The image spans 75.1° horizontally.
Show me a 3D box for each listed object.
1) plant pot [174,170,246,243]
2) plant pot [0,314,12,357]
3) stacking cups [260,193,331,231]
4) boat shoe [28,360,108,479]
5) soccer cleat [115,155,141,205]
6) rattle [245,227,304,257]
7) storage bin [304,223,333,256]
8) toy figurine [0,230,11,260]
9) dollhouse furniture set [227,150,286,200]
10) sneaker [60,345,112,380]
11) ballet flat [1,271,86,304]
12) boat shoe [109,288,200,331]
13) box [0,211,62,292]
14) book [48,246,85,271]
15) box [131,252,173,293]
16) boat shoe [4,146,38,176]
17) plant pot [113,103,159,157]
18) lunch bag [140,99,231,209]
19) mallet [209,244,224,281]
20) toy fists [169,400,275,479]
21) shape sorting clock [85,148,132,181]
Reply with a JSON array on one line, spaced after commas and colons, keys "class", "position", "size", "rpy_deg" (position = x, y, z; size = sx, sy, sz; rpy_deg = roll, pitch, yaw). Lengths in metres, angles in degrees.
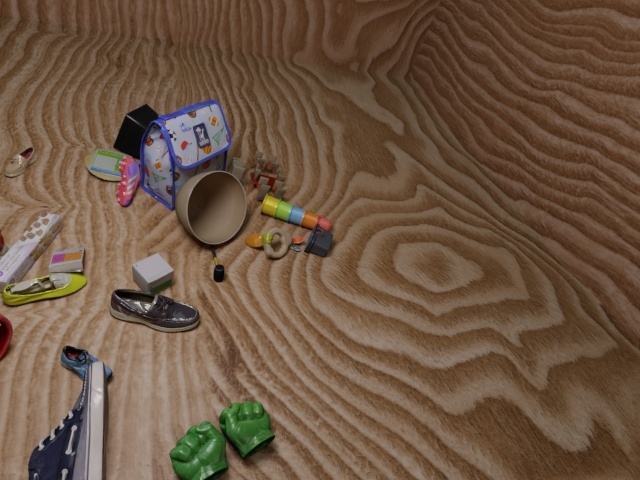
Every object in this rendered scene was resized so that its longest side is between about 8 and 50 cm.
[{"class": "plant pot", "position": [-0.463, -0.140, 1.650], "size": [0.191, 0.284, 0.284], "rpy_deg": [13, 33, 37]}, {"class": "plant pot", "position": [-0.958, 0.249, 1.085], "size": [0.174, 0.191, 0.191], "rpy_deg": [22, 42, 9]}, {"class": "stacking cups", "position": [-0.108, -0.107, 1.865], "size": [0.316, 0.096, 0.096], "rpy_deg": [22, 42, -6]}, {"class": "boat shoe", "position": [-0.618, 0.470, 1.026], "size": [0.158, 0.127, 0.340], "rpy_deg": [-3, 51, -21]}, {"class": "soccer cleat", "position": [-0.790, -0.245, 1.735], "size": [0.095, 0.083, 0.248], "rpy_deg": [22, 45, -46]}, {"class": "rattle", "position": [-0.187, 0.011, 1.742], "size": [0.200, 0.143, 0.130], "rpy_deg": [-15, 84, -51]}, {"class": "storage bin", "position": [0.000, 0.000, 1.785], "size": [0.091, 0.098, 0.135], "rpy_deg": [27, 42, -8]}, {"class": "toy figurine", "position": [-1.131, 0.014, 1.304], "size": [0.213, 0.148, 0.209], "rpy_deg": [31, 49, 9]}, {"class": "dollhouse furniture set", "position": [-0.308, -0.293, 1.967], "size": [0.259, 0.135, 0.262], "rpy_deg": [10, 42, -28]}, {"class": "sneaker", "position": [-0.667, 0.350, 1.177], "size": [0.162, 0.073, 0.063], "rpy_deg": [24, 43, 3]}, {"class": "ballet flat", "position": [-0.866, 0.142, 1.311], "size": [0.231, 0.077, 0.077], "rpy_deg": [-16, 58, -34]}, {"class": "boat shoe", "position": [-0.535, 0.220, 1.346], "size": [0.285, 0.092, 0.103], "rpy_deg": [14, 43, -7]}, {"class": "box", "position": [-0.980, 0.031, 1.393], "size": [0.063, 0.067, 0.324], "rpy_deg": [14, 42, -7]}, {"class": "book", "position": [-0.849, 0.062, 1.396], "size": [0.096, 0.035, 0.144], "rpy_deg": [-5, 23, -24]}, {"class": "box", "position": [-0.578, 0.119, 1.438], "size": [0.102, 0.087, 0.101], "rpy_deg": [40, 46, 21]}, {"class": "boat shoe", "position": [-1.208, -0.322, 1.672], "size": [0.063, 0.059, 0.170], "rpy_deg": [15, 43, -6]}, {"class": "plant pot", "position": [-0.795, -0.477, 1.896], "size": [0.167, 0.187, 0.188], "rpy_deg": [33, 30, -11]}, {"class": "lunch bag", "position": [-0.554, -0.370, 1.732], "size": [0.239, 0.385, 0.328], "rpy_deg": [33, 43, 14]}, {"class": "mallet", "position": [-0.402, 0.082, 1.589], "size": [0.039, 0.062, 0.189], "rpy_deg": [-2, 32, -25]}, {"class": "toy fists", "position": [-0.262, 0.535, 1.126], "size": [0.279, 0.096, 0.142], "rpy_deg": [-21, 55, -34]}, {"class": "shape sorting clock", "position": [-0.906, -0.328, 1.807], "size": [0.206, 0.040, 0.206], "rpy_deg": [16, 47, -18]}]
